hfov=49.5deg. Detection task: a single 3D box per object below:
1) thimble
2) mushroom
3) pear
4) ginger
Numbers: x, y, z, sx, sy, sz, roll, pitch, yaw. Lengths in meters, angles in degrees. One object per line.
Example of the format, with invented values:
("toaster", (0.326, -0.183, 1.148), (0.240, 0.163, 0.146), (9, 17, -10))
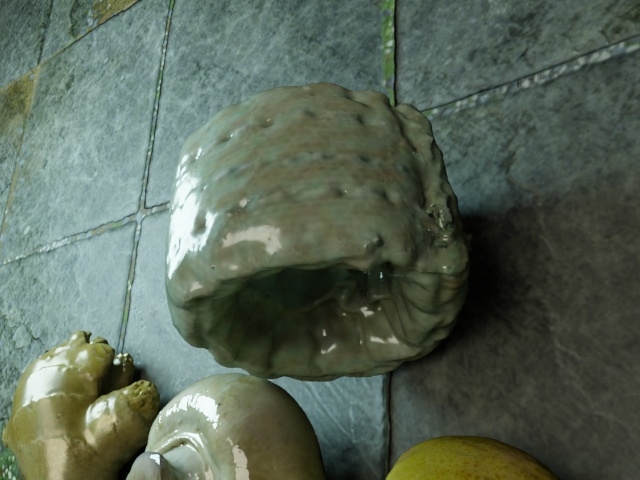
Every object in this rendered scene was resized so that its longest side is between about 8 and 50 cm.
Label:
("thimble", (0.000, 0.000, 0.663), (0.291, 0.291, 0.195), (-29, 51, 30))
("mushroom", (-0.094, 0.255, 0.706), (0.255, 0.184, 0.255), (-30, 53, 48))
("pear", (0.128, 0.243, 0.552), (0.178, 0.178, 0.178), (-18, 61, 36))
("ginger", (-0.310, 0.307, 0.964), (0.236, 0.166, 0.375), (-24, 73, -10))
